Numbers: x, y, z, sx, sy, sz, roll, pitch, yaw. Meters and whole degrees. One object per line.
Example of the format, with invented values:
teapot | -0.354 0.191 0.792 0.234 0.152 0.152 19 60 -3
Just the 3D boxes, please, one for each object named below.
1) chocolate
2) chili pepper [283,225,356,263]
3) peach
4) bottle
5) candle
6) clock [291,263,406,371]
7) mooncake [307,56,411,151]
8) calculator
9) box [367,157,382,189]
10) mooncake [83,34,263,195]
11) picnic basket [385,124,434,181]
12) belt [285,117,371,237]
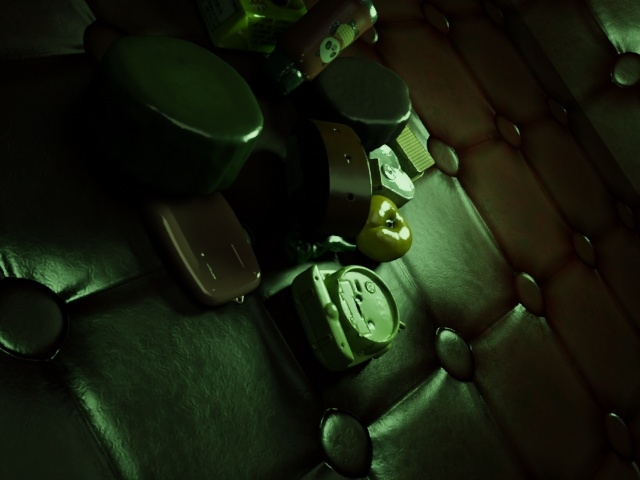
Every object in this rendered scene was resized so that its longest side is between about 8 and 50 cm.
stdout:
chocolate | -0.187 -0.649 2.101 0.288 0.137 0.301 -7 69 -47
chili pepper | 0.001 -0.001 1.883 0.224 0.061 0.098 -16 60 -46
peach | 0.151 -0.029 2.018 0.179 0.103 0.179 22 51 -29
bottle | -0.016 -0.510 2.056 0.144 0.336 0.144 45 -5 5
candle | 0.162 -0.172 2.159 0.168 0.068 0.192 -20 75 -48
clock | 0.085 0.161 1.823 0.308 0.096 0.235 -5 66 -47
mooncake | 0.099 -0.361 2.144 0.283 0.141 0.283 10 49 -12
calculator | -0.243 -0.011 1.660 0.220 0.048 0.330 -23 80 -51
box | 0.091 -0.168 2.062 0.133 0.023 0.090 -5 57 -5
mooncake | -0.302 -0.256 1.635 0.356 0.194 0.356 25 34 -18
picnic basket | 0.235 -0.247 2.274 0.164 0.079 0.115 55 40 2
belt | 0.014 -0.150 1.862 0.122 0.217 0.339 6 41 -24
